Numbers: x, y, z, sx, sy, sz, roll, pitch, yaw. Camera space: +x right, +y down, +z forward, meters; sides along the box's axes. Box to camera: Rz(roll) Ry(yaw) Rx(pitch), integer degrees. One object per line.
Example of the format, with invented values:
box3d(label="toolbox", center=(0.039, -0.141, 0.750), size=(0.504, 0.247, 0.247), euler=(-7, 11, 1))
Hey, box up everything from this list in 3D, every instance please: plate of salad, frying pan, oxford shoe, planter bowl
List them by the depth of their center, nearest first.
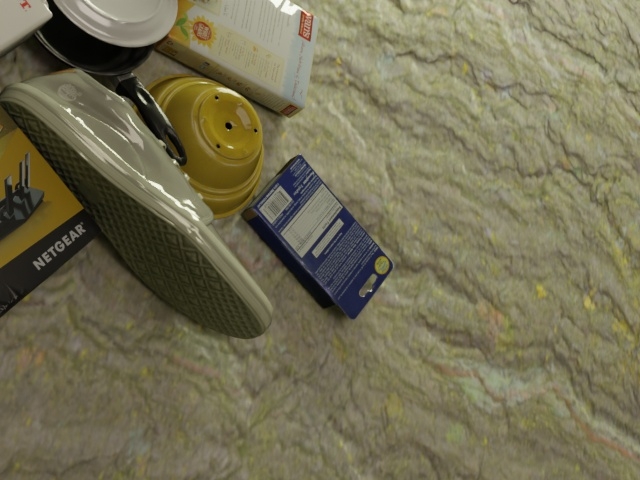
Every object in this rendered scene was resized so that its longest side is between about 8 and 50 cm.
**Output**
box3d(label="oxford shoe", center=(-0.215, -0.053, 1.563), size=(0.449, 0.169, 0.130), euler=(45, 50, -10))
box3d(label="plate of salad", center=(-0.281, -0.338, 1.622), size=(0.200, 0.048, 0.199), euler=(18, 57, -30))
box3d(label="frying pan", center=(-0.266, -0.259, 1.650), size=(0.326, 0.053, 0.197), euler=(44, 49, -12))
box3d(label="planter bowl", center=(-0.147, -0.144, 1.692), size=(0.217, 0.090, 0.217), euler=(14, 66, -34))

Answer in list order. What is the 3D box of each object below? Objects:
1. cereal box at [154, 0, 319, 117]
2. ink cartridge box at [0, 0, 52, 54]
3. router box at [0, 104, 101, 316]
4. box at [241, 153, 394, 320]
box3d(label="cereal box", center=(-0.117, -0.304, 1.800), size=(0.240, 0.047, 0.173), euler=(26, 57, -29))
box3d(label="ink cartridge box", center=(-0.489, -0.266, 1.452), size=(0.198, 0.115, 0.273), euler=(53, 51, -10))
box3d(label="router box", center=(-0.442, -0.011, 1.418), size=(0.243, 0.081, 0.309), euler=(52, 50, -11))
box3d(label="box", center=(0.000, 0.000, 1.788), size=(0.225, 0.036, 0.136), euler=(49, 52, -12))
